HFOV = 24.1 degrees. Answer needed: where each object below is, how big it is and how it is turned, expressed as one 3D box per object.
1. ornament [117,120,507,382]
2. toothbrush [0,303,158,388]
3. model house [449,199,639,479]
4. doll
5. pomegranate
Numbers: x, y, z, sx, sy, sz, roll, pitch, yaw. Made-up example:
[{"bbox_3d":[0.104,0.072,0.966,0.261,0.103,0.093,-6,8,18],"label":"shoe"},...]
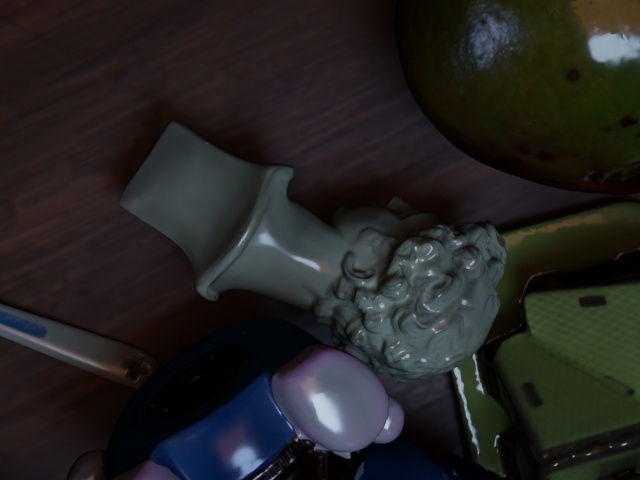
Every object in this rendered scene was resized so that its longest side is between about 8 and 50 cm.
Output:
[{"bbox_3d":[-0.010,0.011,1.076,0.285,0.120,0.130,19,91,8],"label":"ornament"},{"bbox_3d":[-0.305,0.039,1.125,0.386,0.040,0.040,21,92,-10],"label":"toothbrush"},{"bbox_3d":[0.213,0.097,1.050,0.205,0.279,0.218,-16,96,-5],"label":"model house"},{"bbox_3d":[-0.007,0.213,1.042,0.284,0.240,0.310,-30,111,8],"label":"doll"},{"bbox_3d":[0.211,-0.188,1.038,0.291,0.291,0.323,20,83,-6],"label":"pomegranate"}]
